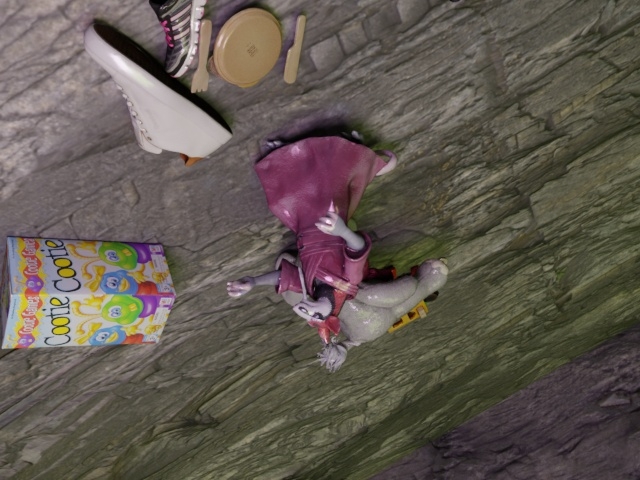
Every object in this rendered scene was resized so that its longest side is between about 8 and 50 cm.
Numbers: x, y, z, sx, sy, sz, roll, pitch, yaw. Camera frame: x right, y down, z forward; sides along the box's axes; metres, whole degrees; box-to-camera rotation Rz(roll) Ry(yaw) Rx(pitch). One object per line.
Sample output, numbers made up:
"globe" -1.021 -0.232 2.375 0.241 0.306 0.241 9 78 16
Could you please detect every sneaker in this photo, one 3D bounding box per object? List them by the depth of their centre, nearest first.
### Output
"sneaker" -0.212 -0.319 0.924 0.074 0.063 0.170 1 128 -30
"sneaker" -0.263 -0.200 0.986 0.123 0.106 0.290 -39 140 10

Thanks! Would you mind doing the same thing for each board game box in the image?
"board game box" -0.428 0.097 1.184 0.275 0.142 0.144 3 131 -31

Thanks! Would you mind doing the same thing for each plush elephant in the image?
"plush elephant" 0.050 0.076 1.375 0.330 0.271 0.255 -42 109 -33

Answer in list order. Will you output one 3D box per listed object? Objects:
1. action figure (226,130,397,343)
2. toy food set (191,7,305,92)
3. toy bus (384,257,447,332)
"action figure" 0.000 0.000 1.166 0.248 0.370 0.275 -15 165 35
"toy food set" -0.116 -0.297 1.000 0.192 0.038 0.132 -16 135 -36
"toy bus" 0.229 0.149 1.630 0.190 0.104 0.202 2 133 -30
